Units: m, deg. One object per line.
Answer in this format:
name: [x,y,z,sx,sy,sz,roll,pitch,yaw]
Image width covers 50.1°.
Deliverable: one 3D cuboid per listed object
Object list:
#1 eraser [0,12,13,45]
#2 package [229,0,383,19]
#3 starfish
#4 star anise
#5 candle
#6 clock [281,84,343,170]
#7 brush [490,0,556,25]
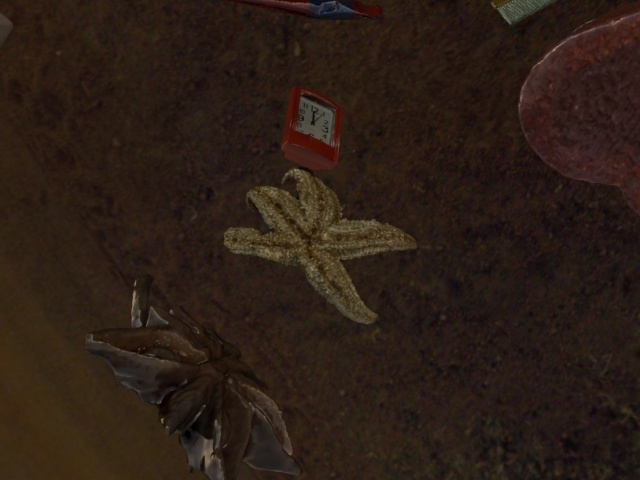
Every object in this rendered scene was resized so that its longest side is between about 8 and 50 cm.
eraser: [-0.578,-0.291,1.002,0.086,0.287,0.130,38,106,-8]
package: [-0.033,-0.259,0.735,0.200,0.083,0.022,6,119,-3]
starfish: [0.000,0.000,0.808,0.071,0.216,0.238,81,167,-59]
star anise: [-0.158,0.180,0.862,0.349,0.109,0.292,46,-179,6]
candle: [0.396,-0.150,0.750,0.317,0.131,0.287,39,133,17]
clock: [-0.019,-0.220,1.348,0.113,0.155,0.061,21,147,-22]
brush: [0.276,-0.411,1.063,0.205,0.083,0.011,62,180,34]
